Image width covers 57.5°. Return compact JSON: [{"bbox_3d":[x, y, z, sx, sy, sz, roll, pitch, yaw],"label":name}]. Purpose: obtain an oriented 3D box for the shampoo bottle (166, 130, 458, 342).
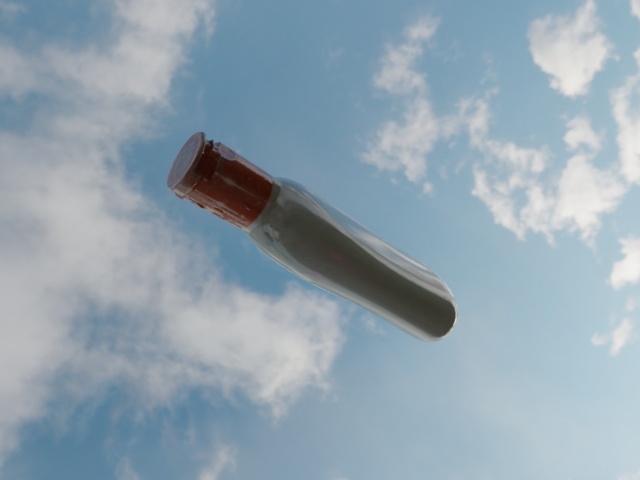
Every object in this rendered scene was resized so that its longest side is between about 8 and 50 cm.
[{"bbox_3d":[0.000,0.000,0.403,0.221,0.108,0.051,31,-78,-31],"label":"shampoo bottle"}]
